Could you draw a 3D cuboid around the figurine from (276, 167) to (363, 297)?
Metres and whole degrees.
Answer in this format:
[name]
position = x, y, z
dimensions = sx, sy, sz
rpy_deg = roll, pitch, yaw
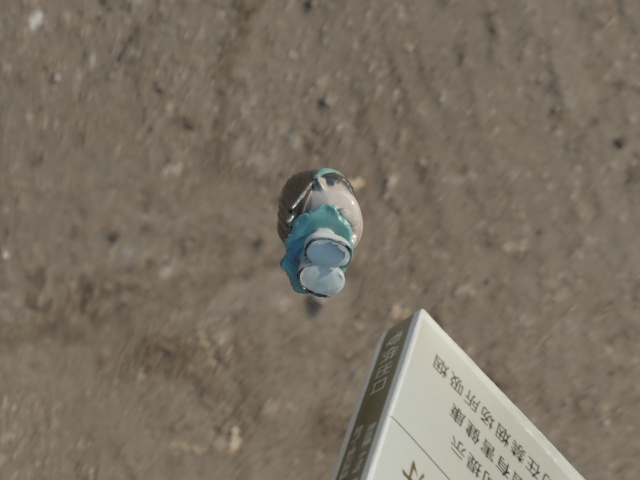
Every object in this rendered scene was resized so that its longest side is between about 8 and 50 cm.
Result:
[figurine]
position = 0.000, 0.000, 0.952
dimensions = 0.047, 0.106, 0.060
rpy_deg = -5, 110, 1

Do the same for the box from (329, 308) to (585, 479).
[box]
position = 0.043, 0.121, 0.612
dimensions = 0.109, 0.029, 0.198
rpy_deg = 46, 34, -17
